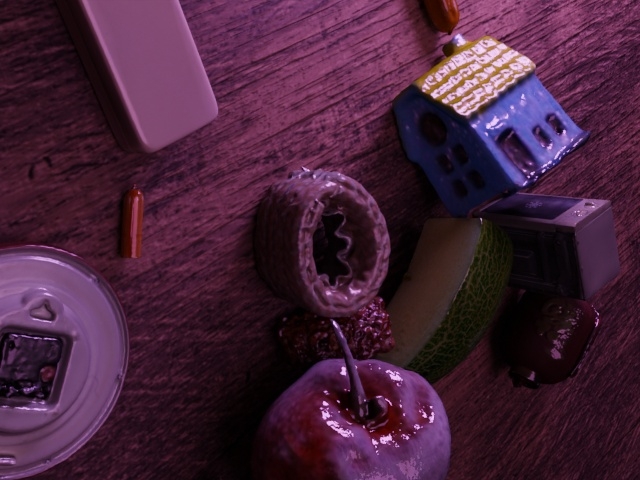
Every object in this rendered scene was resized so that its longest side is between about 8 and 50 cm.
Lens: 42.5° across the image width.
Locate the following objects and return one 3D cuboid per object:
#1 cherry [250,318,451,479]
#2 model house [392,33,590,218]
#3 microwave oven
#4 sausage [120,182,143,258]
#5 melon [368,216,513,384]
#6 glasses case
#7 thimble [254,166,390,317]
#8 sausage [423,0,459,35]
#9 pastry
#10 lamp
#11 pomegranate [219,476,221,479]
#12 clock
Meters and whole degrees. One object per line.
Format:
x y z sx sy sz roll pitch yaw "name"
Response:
0.051 0.341 1.310 0.326 0.291 0.335 -35 152 -8 "cherry"
0.291 -0.222 1.514 0.237 0.215 0.303 -36 87 -30 "model house"
0.452 0.013 1.654 0.145 0.241 0.193 -27 114 -35 "microwave oven"
-0.270 -0.029 1.179 0.031 0.031 0.107 -1 96 -40 "sausage"
0.211 0.135 1.524 0.331 0.226 0.343 71 39 -80 "melon"
-0.261 -0.293 1.113 0.144 0.076 0.336 -33 117 -31 "glasses case"
-0.002 0.007 1.338 0.196 0.148 0.229 -41 118 -26 "thimble"
0.210 -0.458 1.499 0.183 0.054 0.062 64 31 -25 "sausage"
0.028 0.161 1.403 0.209 0.115 0.097 -15 119 -23 "pastry"
0.489 0.204 1.758 0.180 0.180 0.258 44 68 -36 "lamp"
-0.160 0.494 1.244 0.221 0.221 0.256 -3 92 -40 "pomegranate"
-0.393 0.159 1.074 0.319 0.080 0.318 -8 102 -38 "clock"
